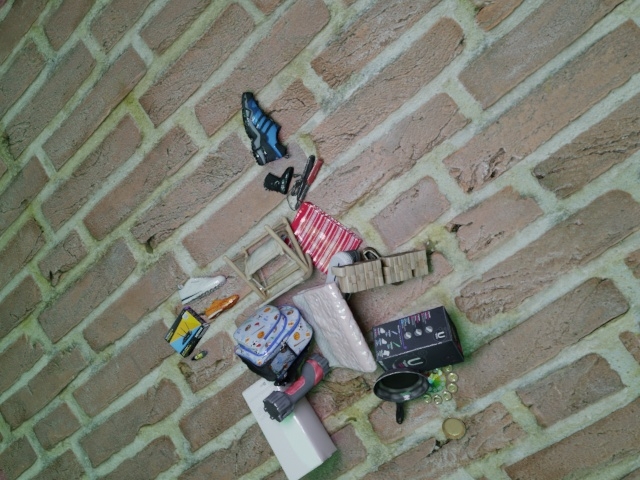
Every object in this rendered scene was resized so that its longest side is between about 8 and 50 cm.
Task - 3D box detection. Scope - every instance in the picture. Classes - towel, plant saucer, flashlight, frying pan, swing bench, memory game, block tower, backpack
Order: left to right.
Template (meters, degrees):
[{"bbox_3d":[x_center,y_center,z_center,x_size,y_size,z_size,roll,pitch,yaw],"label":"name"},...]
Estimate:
[{"bbox_3d":[-0.188,0.090,1.817,0.253,0.165,0.255,-33,90,26],"label":"swing bench"},{"bbox_3d":[-0.171,0.357,1.752,0.276,0.263,0.213,12,135,50],"label":"backpack"},{"bbox_3d":[-0.088,0.526,1.732,0.103,0.304,0.103,-2,106,39],"label":"flashlight"},{"bbox_3d":[0.000,0.000,1.832,0.274,0.031,0.199,36,105,12],"label":"towel"},{"bbox_3d":[0.043,0.317,1.714,0.332,0.053,0.317,62,151,-3],"label":"towel"},{"bbox_3d":[0.208,0.106,1.647,0.335,0.091,0.097,-9,92,-22],"label":"block tower"},{"bbox_3d":[0.308,0.544,1.692,0.197,0.053,0.326,-21,130,17],"label":"frying pan"},{"bbox_3d":[0.412,0.513,1.746,0.186,0.012,0.186,2,95,19],"label":"memory game"},{"bbox_3d":[0.485,0.682,1.734,0.083,0.015,0.084,2,95,18],"label":"plant saucer"}]

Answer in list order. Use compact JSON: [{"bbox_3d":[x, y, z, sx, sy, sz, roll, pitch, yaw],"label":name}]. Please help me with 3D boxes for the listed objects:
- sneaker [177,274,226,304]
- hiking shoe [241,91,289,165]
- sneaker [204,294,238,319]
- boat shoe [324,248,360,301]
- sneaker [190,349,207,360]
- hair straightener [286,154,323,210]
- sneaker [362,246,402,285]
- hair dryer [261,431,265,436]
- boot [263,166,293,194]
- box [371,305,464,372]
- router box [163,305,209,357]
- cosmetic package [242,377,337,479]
[{"bbox_3d":[-0.503,0.188,1.989,0.235,0.090,0.095,-26,77,17],"label":"sneaker"},{"bbox_3d":[-0.224,-0.439,1.848,0.132,0.113,0.304,-16,82,-11],"label":"hiking shoe"},{"bbox_3d":[-0.416,0.266,1.976,0.175,0.064,0.068,-31,75,15],"label":"sneaker"},{"bbox_3d":[0.077,0.180,1.771,0.121,0.119,0.335,43,131,32],"label":"boat shoe"},{"bbox_3d":[-0.522,0.500,2.043,0.083,0.035,0.031,-33,85,18],"label":"sneaker"},{"bbox_3d":[-0.071,-0.224,1.838,0.089,0.047,0.231,34,110,31],"label":"hair straightener"},{"bbox_3d":[0.222,0.100,1.744,0.188,0.071,0.066,42,105,11],"label":"sneaker"},{"bbox_3d":[-0.093,0.764,1.900,0.293,0.080,0.224,26,101,14],"label":"hair dryer"},{"bbox_3d":[-0.166,-0.243,1.862,0.099,0.045,0.121,21,100,21],"label":"boot"},{"bbox_3d":[0.337,0.361,1.655,0.270,0.165,0.143,-21,44,19],"label":"box"},{"bbox_3d":[-0.576,0.394,2.047,0.133,0.046,0.179,39,105,12],"label":"router box"},{"bbox_3d":[-0.114,0.686,1.796,0.155,0.197,0.366,-36,69,8],"label":"cosmetic package"}]
